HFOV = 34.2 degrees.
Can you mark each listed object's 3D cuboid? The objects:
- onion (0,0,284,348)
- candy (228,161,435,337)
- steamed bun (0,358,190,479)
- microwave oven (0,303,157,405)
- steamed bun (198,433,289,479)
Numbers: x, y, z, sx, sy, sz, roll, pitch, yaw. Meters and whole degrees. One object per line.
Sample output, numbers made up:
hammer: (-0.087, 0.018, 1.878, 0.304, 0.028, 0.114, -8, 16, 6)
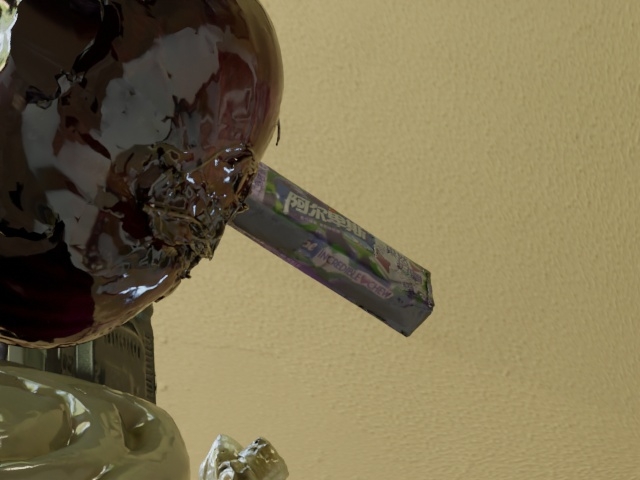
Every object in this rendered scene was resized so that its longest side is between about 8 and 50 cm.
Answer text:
onion: (-0.152, -0.065, 0.661, 0.280, 0.221, 0.281, 1, -97, -8)
candy: (0.000, 0.000, 1.192, 0.061, 0.312, 0.088, -47, -159, 31)
steamed bun: (-0.188, 0.176, 0.462, 0.342, 0.255, 0.367, -14, -147, -24)
microwave oven: (-0.315, 0.173, 1.154, 0.218, 0.286, 0.355, -17, -120, 19)
steamed bun: (-0.090, 0.344, 1.362, 0.177, 0.106, 0.192, -47, -132, 53)
